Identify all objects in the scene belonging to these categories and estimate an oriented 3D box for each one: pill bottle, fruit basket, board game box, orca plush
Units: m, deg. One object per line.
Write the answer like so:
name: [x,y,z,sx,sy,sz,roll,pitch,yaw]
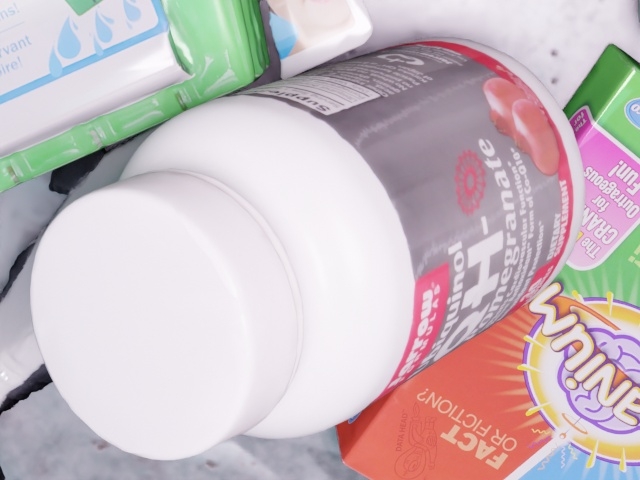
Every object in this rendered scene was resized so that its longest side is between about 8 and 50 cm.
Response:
pill bottle: [0.000,0.000,0.854,0.176,0.318,0.176,11,111,31]
fruit basket: [-0.185,-0.207,0.881,0.327,0.165,0.353,-22,105,7]
board game box: [0.196,0.069,1.054,0.242,0.064,0.316,31,106,-13]
orca plush: [-0.126,0.045,1.010,0.102,0.151,0.287,23,102,-45]

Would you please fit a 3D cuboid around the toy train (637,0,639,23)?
toy train: [0.271,-0.228,0.919,0.190,0.142,0.334,-19,108,-9]
